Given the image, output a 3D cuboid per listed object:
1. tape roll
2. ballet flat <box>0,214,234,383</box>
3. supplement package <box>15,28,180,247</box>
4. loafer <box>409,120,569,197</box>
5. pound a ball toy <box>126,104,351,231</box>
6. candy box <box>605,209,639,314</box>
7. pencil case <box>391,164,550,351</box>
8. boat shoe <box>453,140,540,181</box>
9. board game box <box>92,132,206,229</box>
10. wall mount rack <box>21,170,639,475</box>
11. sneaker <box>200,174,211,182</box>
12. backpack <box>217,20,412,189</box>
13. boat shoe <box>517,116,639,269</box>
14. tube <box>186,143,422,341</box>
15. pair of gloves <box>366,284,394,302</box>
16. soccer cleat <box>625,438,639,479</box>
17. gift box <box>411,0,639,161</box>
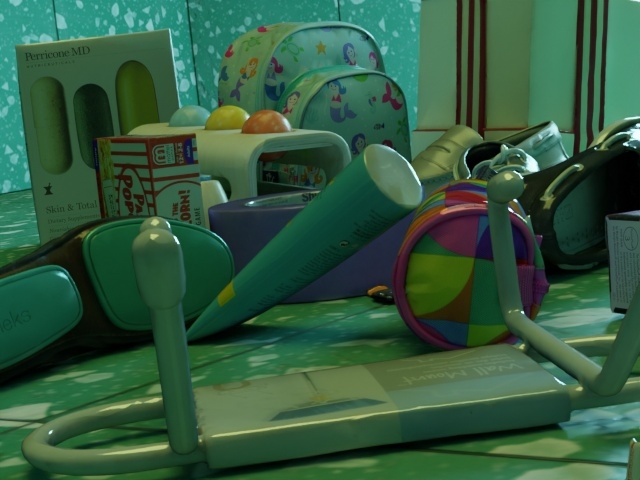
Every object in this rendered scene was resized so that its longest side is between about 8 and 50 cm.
[{"bbox_3d":[0.000,0.000,1.253,0.188,0.080,0.189,-7,6,1],"label":"tape roll"},{"bbox_3d":[-0.185,0.040,1.029,0.096,0.095,0.280,-17,-2,40],"label":"ballet flat"},{"bbox_3d":[-0.283,-0.130,1.883,0.199,0.263,0.198,-8,6,-10],"label":"supplement package"},{"bbox_3d":[0.148,-0.074,1.639,0.319,0.112,0.112,-10,7,-34],"label":"loafer"},{"bbox_3d":[-0.115,-0.069,1.502,0.208,0.136,0.319,-7,10,-33],"label":"pound a ball toy"},{"bbox_3d":[0.308,0.010,0.882,0.159,0.071,0.233,-9,7,-26],"label":"candy box"},{"bbox_3d":[0.103,0.011,0.971,0.104,0.105,0.236,-5,7,8],"label":"pencil case"},{"bbox_3d":[0.161,-0.042,1.380,0.116,0.099,0.319,-5,6,8],"label":"boat shoe"},{"bbox_3d":[-0.152,-0.022,1.291,0.045,0.147,0.193,-8,6,-23],"label":"board game box"},{"bbox_3d":[0.027,0.034,0.671,0.349,0.131,0.304,-8,6,-7],"label":"wall mount rack"},{"bbox_3d":[-0.144,-0.067,2.061,0.092,0.088,0.228,-3,9,-43],"label":"sneaker"},{"bbox_3d":[-0.009,-0.140,1.747,0.225,0.254,0.191,-10,7,-38],"label":"backpack"},{"bbox_3d":[0.257,-0.036,1.238,0.302,0.114,0.091,-26,16,-37],"label":"boat shoe"},{"bbox_3d":[-0.016,0.013,1.008,0.207,0.052,0.080,-41,-19,32],"label":"tube"},{"bbox_3d":[0.081,0.038,1.143,0.083,0.010,0.074,-9,7,-16],"label":"pair of gloves"},{"bbox_3d":[0.148,0.082,0.537,0.083,0.036,0.029,-9,7,-25],"label":"soccer cleat"},{"bbox_3d":[0.253,-0.188,1.891,0.276,0.258,0.255,-1,3,-31],"label":"gift box"}]
